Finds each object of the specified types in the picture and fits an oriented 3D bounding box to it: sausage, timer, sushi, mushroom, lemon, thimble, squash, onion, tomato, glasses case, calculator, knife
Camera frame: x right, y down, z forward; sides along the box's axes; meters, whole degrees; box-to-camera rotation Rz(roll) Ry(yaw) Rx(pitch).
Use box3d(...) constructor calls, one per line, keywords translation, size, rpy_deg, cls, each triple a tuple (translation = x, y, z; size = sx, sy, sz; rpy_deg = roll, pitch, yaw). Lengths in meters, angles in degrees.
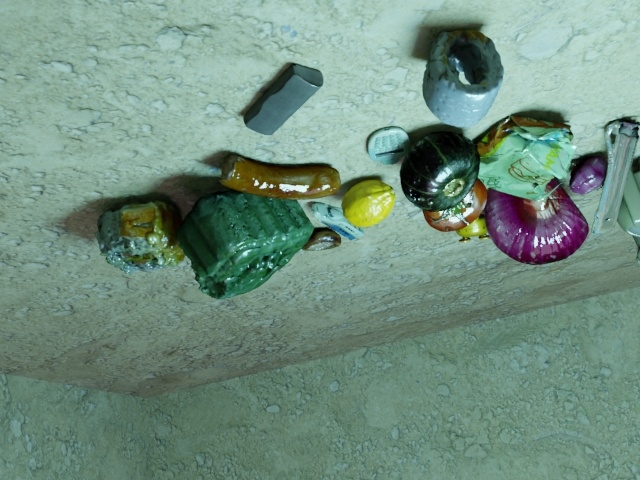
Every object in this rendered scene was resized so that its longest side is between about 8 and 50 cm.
box3d(translation=(-0.095, -0.138, 1.686), size=(0.302, 0.076, 0.103), rpy_deg=(4, 157, -33), cls="sausage")
box3d(translation=(0.438, -0.056, 2.151), size=(0.107, 0.109, 0.107), rpy_deg=(-10, -170, 2), cls="timer")
box3d(translation=(-0.424, -0.005, 1.806), size=(0.184, 0.139, 0.274), rpy_deg=(-10, 160, 7), cls="sushi")
box3d(translation=(0.000, 0.000, 2.131), size=(0.123, 0.052, 0.123), rpy_deg=(-5, 166, -1), cls="mushroom")
box3d(translation=(0.120, -0.094, 1.847), size=(0.114, 0.114, 0.155), rpy_deg=(12, 146, -45), cls="lemon")
box3d(translation=(0.251, -0.288, 1.330), size=(0.127, 0.151, 0.118), rpy_deg=(2, 155, -5), cls="thimble")
box3d(translation=(0.269, -0.156, 1.680), size=(0.193, 0.156, 0.193), rpy_deg=(-8, 117, -15), cls="squash")
box3d(translation=(0.688, -0.172, 1.926), size=(0.104, 0.115, 0.115), rpy_deg=(36, 156, 5), cls="onion")
box3d(translation=(0.332, -0.106, 1.858), size=(0.168, 0.167, 0.167), rpy_deg=(-8, 160, -3), cls="tomato")
box3d(translation=(0.583, -0.047, 2.020), size=(0.256, 0.230, 0.273), rpy_deg=(-25, 162, 36), cls="onion")
box3d(translation=(-0.072, -0.265, 1.416), size=(0.072, 0.042, 0.191), rpy_deg=(13, 151, -31), cls="glasses case")
box3d(translation=(0.154, -0.211, 1.678), size=(0.095, 0.021, 0.153), rpy_deg=(-11, 159, 4), cls="calculator")
box3d(translation=(0.730, -0.156, 1.866), size=(0.089, 0.043, 0.365), rpy_deg=(-5, 132, 2), cls="knife")

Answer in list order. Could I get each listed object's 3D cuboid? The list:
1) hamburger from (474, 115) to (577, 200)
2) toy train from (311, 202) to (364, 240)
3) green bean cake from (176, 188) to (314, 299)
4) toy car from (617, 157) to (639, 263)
box3d(translation=(0.482, -0.175, 1.740), size=(0.261, 0.150, 0.276), rpy_deg=(-23, 156, 36), cls="hamburger")
box3d(translation=(0.048, -0.057, 2.002), size=(0.051, 0.052, 0.234), rpy_deg=(-20, 157, 20), cls="toy train")
box3d(translation=(-0.205, 0.020, 1.779), size=(0.300, 0.169, 0.308), rpy_deg=(-13, 156, -48), cls="green bean cake")
box3d(translation=(0.900, -0.080, 2.042), size=(0.227, 0.242, 0.336), rpy_deg=(-12, 158, 1), cls="toy car")
